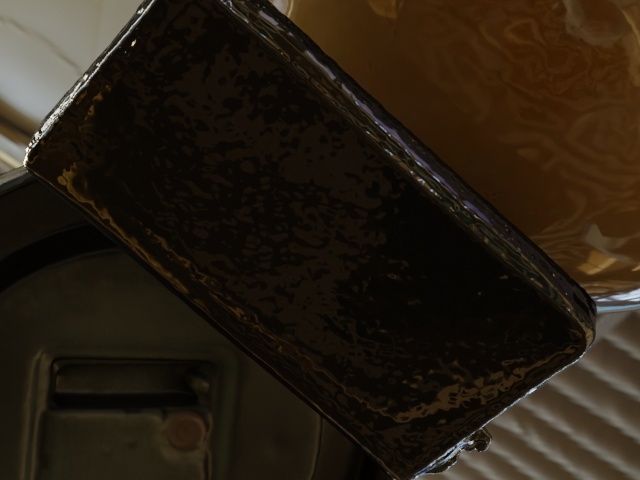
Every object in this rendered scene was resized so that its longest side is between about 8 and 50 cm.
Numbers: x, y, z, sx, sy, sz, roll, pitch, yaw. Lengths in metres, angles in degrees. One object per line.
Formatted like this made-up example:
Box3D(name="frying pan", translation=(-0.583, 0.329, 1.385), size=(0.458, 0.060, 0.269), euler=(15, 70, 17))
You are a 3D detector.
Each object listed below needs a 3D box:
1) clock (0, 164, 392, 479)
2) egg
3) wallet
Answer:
Box3D(name="clock", translation=(-0.113, 0.106, 0.796), size=(0.325, 0.325, 0.067), euler=(41, -2, -22))
Box3D(name="egg", translation=(0.124, -0.110, 0.722), size=(0.374, 0.301, 0.301), euler=(21, -28, -20))
Box3D(name="wallet", translation=(0.000, 0.000, 0.610), size=(0.250, 0.044, 0.149), euler=(40, -52, -8))
